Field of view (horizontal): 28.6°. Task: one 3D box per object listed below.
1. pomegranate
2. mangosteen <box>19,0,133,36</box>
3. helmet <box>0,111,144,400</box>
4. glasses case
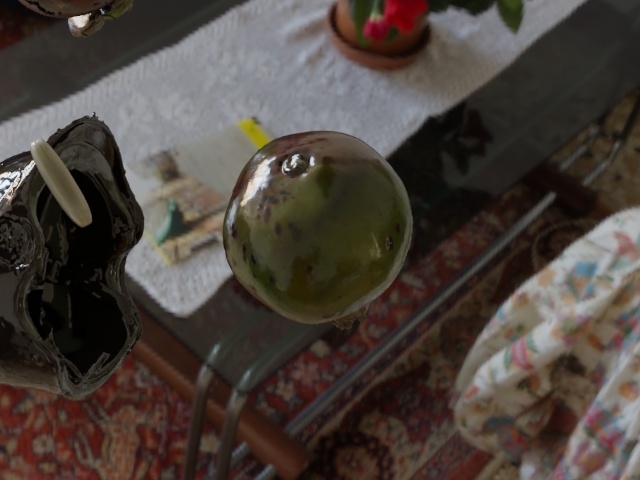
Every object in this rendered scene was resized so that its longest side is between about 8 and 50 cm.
[{"bbox_3d":[-0.004,-0.006,0.788,0.130,0.130,0.130,6,48,-7],"label":"pomegranate"},{"bbox_3d":[-0.270,-0.315,1.406,0.166,0.180,0.166,-15,58,25],"label":"mangosteen"},{"bbox_3d":[-0.312,0.018,1.349,0.177,0.305,0.225,-1,3,22],"label":"helmet"},{"bbox_3d":[-0.217,-0.048,1.050,0.021,0.032,0.083,-32,91,-14],"label":"glasses case"}]
